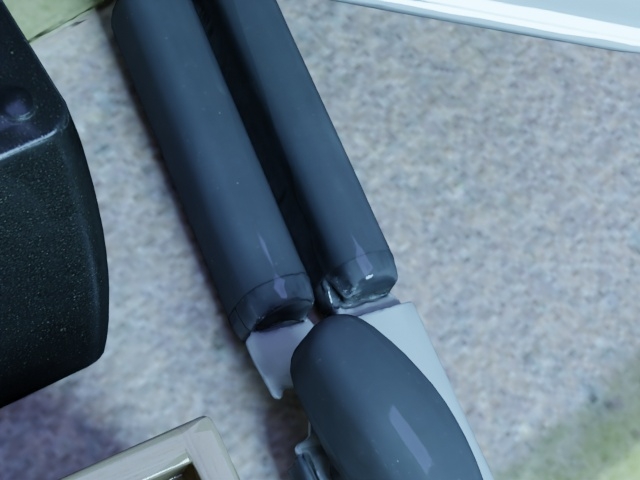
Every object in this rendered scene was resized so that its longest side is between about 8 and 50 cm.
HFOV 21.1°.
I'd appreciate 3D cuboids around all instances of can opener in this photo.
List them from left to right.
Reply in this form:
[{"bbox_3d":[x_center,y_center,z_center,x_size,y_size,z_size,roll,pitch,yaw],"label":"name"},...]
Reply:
[{"bbox_3d":[0.000,0.000,0.680,0.076,0.095,0.283,-15,72,-25],"label":"can opener"}]

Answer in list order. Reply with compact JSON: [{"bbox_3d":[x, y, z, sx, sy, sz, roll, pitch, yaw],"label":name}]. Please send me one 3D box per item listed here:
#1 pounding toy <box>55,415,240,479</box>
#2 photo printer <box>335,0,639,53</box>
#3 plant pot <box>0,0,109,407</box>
[{"bbox_3d":[-0.097,0.187,0.566,0.206,0.094,0.181,-23,79,-17],"label":"pounding toy"},{"bbox_3d":[-0.018,-0.164,0.678,0.307,0.256,0.107,8,108,-16],"label":"photo printer"},{"bbox_3d":[-0.183,-0.029,0.592,0.188,0.167,0.187,-26,75,-26],"label":"plant pot"}]
